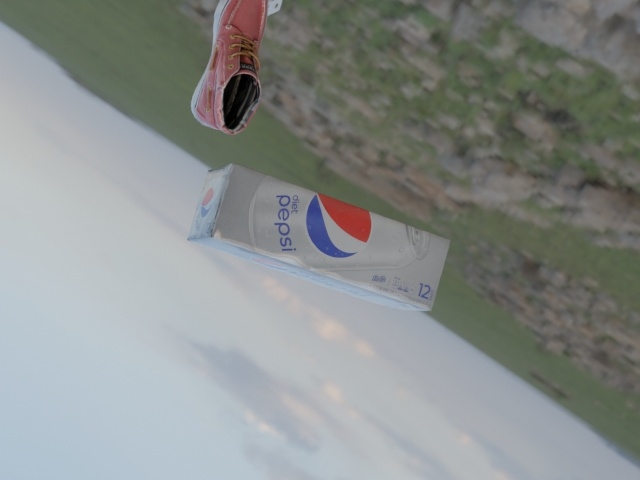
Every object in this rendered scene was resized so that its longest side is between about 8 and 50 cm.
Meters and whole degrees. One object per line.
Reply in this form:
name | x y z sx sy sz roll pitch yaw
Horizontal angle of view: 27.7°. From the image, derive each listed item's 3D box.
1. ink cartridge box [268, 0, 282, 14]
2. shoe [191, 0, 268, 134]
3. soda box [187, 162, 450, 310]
ink cartridge box | -0.098 -0.335 1.863 0.028 0.083 0.048 63 164 10
shoe | -0.089 -0.207 1.468 0.063 0.178 0.081 15 -172 -32
soda box | 0.000 0.000 1.503 0.286 0.091 0.098 19 171 -20
